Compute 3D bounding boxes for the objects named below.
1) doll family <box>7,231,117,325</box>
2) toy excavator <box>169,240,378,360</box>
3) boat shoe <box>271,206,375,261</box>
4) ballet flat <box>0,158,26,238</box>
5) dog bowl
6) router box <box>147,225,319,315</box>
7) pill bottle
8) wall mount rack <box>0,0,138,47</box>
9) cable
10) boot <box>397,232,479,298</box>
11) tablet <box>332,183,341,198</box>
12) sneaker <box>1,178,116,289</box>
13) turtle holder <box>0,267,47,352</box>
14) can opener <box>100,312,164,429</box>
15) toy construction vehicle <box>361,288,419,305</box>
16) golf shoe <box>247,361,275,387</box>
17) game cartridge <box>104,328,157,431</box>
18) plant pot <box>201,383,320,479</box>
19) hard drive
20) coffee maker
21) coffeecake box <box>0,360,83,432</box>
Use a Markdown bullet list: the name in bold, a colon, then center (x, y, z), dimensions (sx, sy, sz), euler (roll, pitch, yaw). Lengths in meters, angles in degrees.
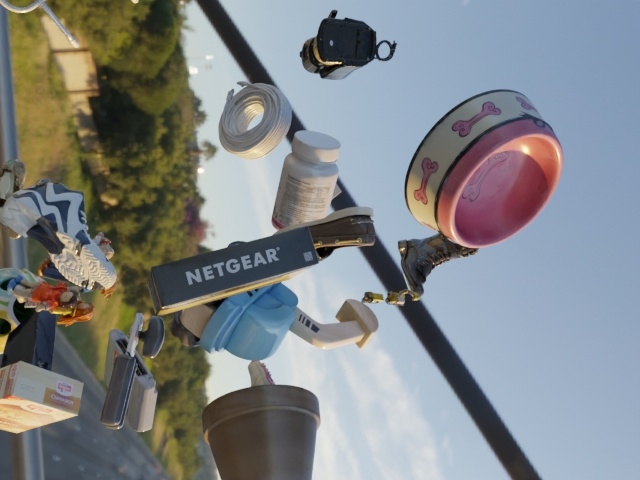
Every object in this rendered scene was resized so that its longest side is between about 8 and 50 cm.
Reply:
- **doll family**: center (-0.531, 0.093, 1.464), dimensions (0.263, 0.163, 0.118), euler (-72, 176, -53)
- **toy excavator**: center (-0.106, 0.210, 1.830), dimensions (0.445, 0.433, 0.222), euler (37, -55, 9)
- **boat shoe**: center (0.000, 0.000, 1.747), dimensions (0.324, 0.116, 0.097), euler (-17, -105, 34)
- **ballet flat**: center (-0.768, -0.098, 1.682), dimensions (0.067, 0.073, 0.206), euler (-66, 164, -73)
- **dog bowl**: center (0.418, -0.156, 1.687), dimensions (0.150, 0.408, 0.408), euler (52, -30, 41)
- **router box**: center (-0.183, 0.066, 1.364), dimensions (0.243, 0.308, 0.081), euler (146, -72, -72)
- **pill bottle**: center (-0.039, -0.159, 1.961), dimensions (0.160, 0.160, 0.283), euler (-117, -143, -57)
- **wall mount rack**: center (-0.631, -0.668, 1.727), dimensions (0.304, 0.350, 0.130), euler (54, -5, -32)
- **cable**: center (-0.212, -0.379, 2.178), dimensions (0.257, 0.089, 0.257), euler (14, -104, 36)
- **boot**: center (0.351, 0.048, 2.006), dimensions (0.263, 0.229, 0.091), euler (-94, 166, -49)
- **tablet**: center (0.019, -0.146, 2.095), dimensions (0.054, 0.083, 0.006), euler (58, 18, 19)
- **sneaker**: center (-0.457, -0.024, 1.276), dimensions (0.094, 0.235, 0.153), euler (-43, -163, 30)
- **turtle holder**: center (-0.900, 0.204, 1.923), dimensions (0.227, 0.320, 0.243), euler (-9, -88, 37)
- **can opener**: center (-0.443, 0.308, 1.637), dimensions (0.076, 0.095, 0.283), euler (103, -5, -62)
- **toy construction vehicle**: center (0.151, 0.120, 1.477), dimensions (0.098, 0.086, 0.035), euler (-6, -102, 48)
- **golf shoe**: center (-0.169, 0.469, 1.907), dimensions (0.115, 0.140, 0.306), euler (75, -10, -48)
- **game cartridge**: center (-0.578, 0.426, 2.059), dimensions (0.294, 0.060, 0.196), euler (40, -51, 43)
- **plant pot**: center (-0.145, 0.574, 1.794), dimensions (0.323, 0.323, 0.280), euler (100, -15, -52)
- **hard drive**: center (-0.730, 0.293, 1.697), dimensions (0.054, 0.172, 0.255), euler (35, 26, -38)
- **coffee maker**: center (0.053, -0.418, 1.533), dimensions (0.120, 0.171, 0.178), euler (-64, -167, -1)
- **coffeecake box**: center (-0.565, 0.297, 1.279), dimensions (0.142, 0.185, 0.068), euler (37, 41, -45)
